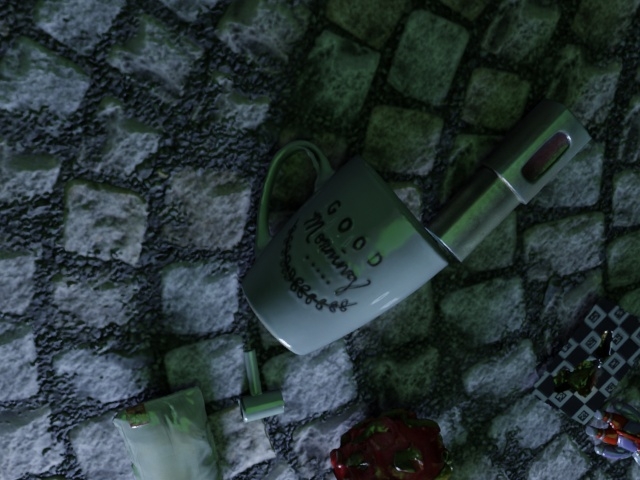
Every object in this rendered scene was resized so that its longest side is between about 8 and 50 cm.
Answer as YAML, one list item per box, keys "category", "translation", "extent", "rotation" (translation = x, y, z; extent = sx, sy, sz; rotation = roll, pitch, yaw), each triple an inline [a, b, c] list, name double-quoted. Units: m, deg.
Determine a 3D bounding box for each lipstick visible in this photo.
- category: "lipstick"
  translation: [0.260, -0.085, 1.223]
  extent: [0.253, 0.077, 0.079]
  rotation: [-44, 113, 3]

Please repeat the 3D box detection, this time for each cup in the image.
- category: "cup"
  translation: [0.000, 0.000, 1.144]
  extent: [0.234, 0.186, 0.258]
  rotation: [-38, 84, 8]

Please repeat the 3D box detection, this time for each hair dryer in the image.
- category: "hair dryer"
  translation: [-0.091, 0.196, 1.243]
  extent: [0.063, 0.038, 0.124]
  rotation: [-11, 103, -14]

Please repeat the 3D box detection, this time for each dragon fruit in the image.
- category: "dragon fruit"
  translation: [0.112, 0.337, 1.280]
  extent: [0.172, 0.160, 0.167]
  rotation: [-26, 89, -6]

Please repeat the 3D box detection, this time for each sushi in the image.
- category: "sushi"
  translation: [0.433, 0.187, 1.385]
  extent: [0.139, 0.031, 0.201]
  rotation: [31, 100, -23]

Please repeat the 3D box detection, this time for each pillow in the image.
- category: "pillow"
  translation: [-0.209, 0.320, 1.237]
  extent: [0.128, 0.051, 0.229]
  rotation: [-18, 113, -18]

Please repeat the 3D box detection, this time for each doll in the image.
- category: "doll"
  translation: [0.553, 0.341, 1.444]
  extent: [0.227, 0.075, 0.102]
  rotation: [20, 91, -11]
